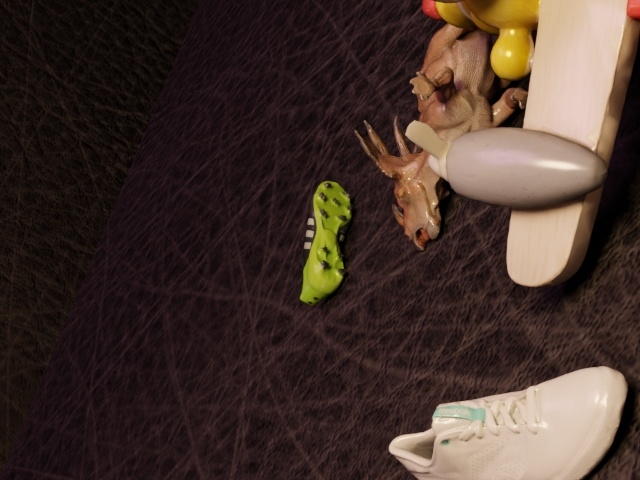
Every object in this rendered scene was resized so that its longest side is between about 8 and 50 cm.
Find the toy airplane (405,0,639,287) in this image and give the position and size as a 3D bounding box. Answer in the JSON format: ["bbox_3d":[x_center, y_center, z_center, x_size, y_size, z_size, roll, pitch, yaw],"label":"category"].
[{"bbox_3d":[0.195,-0.211,1.009,0.384,0.272,0.386,122,147,-46],"label":"toy airplane"}]

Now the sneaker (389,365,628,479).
[{"bbox_3d":[0.131,0.142,0.946,0.212,0.094,0.080,-40,26,46],"label":"sneaker"}]

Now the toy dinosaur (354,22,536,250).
[{"bbox_3d":[0.137,-0.157,1.343,0.296,0.127,0.200,-63,11,-25],"label":"toy dinosaur"}]

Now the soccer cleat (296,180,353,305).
[{"bbox_3d":[0.000,0.000,1.556,0.072,0.060,0.179,-47,26,39],"label":"soccer cleat"}]
